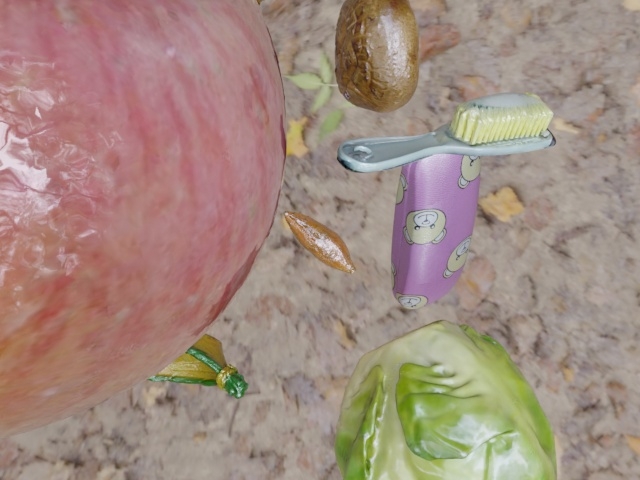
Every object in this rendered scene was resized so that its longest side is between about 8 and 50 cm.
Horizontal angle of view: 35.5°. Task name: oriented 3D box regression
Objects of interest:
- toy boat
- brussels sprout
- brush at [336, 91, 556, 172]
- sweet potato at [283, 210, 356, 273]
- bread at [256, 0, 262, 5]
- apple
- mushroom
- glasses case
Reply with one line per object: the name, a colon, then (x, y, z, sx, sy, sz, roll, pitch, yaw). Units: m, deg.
toy boat: (-0.205, 0.174, 1.386, 0.230, 0.088, 0.089, 0, 137, 17)
brussels sprout: (0.144, 0.242, 1.203, 0.259, 0.227, 0.294, -32, 68, 36)
brush: (0.146, -0.120, 1.048, 0.297, 0.068, 0.060, -13, 132, -34)
sweet potato: (0.000, 0.000, 1.010, 0.095, 0.034, 0.034, 43, 94, -8)
bread: (-0.072, -0.223, 0.786, 0.076, 0.105, 0.233, 31, 70, -20)
apple: (-0.188, -0.053, 0.447, 0.345, 0.344, 0.269, 31, 125, -10)
mushroom: (0.105, -0.361, 1.865, 0.154, 0.253, 0.253, -5, 101, -14)
glasses case: (0.166, -0.028, 1.456, 0.123, 0.076, 0.316, -23, 137, -26)
